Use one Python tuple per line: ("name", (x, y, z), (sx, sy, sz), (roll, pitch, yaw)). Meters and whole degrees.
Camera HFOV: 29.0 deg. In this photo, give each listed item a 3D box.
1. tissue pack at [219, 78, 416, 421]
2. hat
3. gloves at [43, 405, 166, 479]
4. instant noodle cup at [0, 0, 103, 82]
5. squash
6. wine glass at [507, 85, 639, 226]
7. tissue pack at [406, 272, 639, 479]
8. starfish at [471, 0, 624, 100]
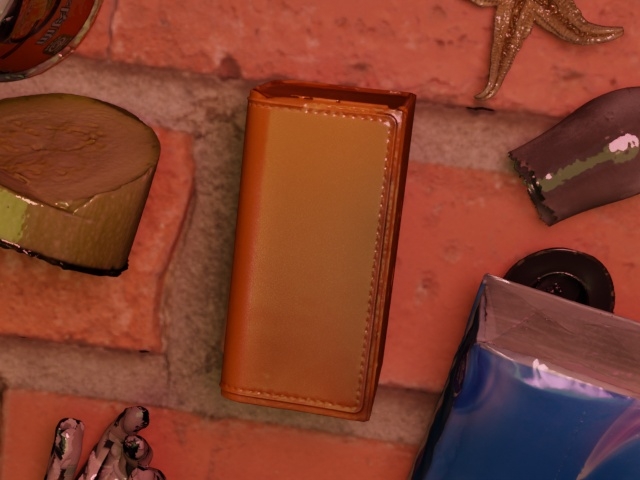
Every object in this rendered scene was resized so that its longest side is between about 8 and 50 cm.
("tissue pack", (0.000, 0.000, 1.128), (0.145, 0.194, 0.274), (6, 100, 3))
("hat", (0.224, 0.057, 1.193), (0.121, 0.050, 0.121), (2, 102, 10))
("gloves", (-0.209, 0.250, 1.239), (0.127, 0.111, 0.212), (35, 105, 22))
("instant noodle cup", (-0.325, -0.253, 1.113), (0.230, 0.182, 0.230), (1, 101, 5))
("squash", (-0.259, -0.059, 1.126), (0.220, 0.220, 0.133), (24, 105, 0))
("wine glass", (0.290, -0.093, 1.135), (0.222, 0.103, 0.103), (-27, 97, 9))
("tissue pack", (0.199, 0.196, 1.143), (0.198, 0.146, 0.263), (18, 120, 2))
("starfish", (0.178, -0.236, 1.143), (0.217, 0.050, 0.223), (18, 90, 7))
